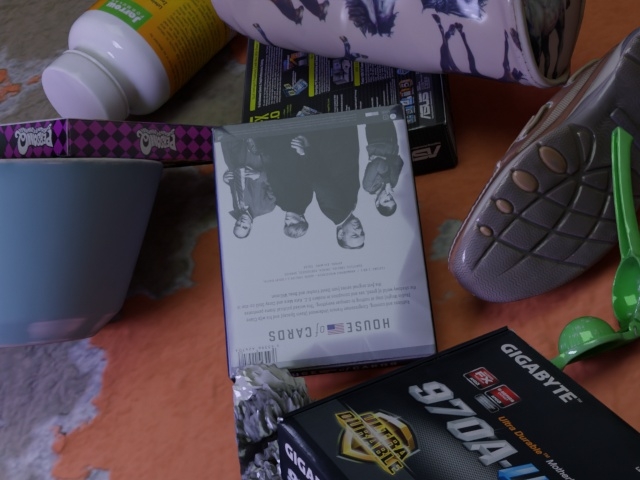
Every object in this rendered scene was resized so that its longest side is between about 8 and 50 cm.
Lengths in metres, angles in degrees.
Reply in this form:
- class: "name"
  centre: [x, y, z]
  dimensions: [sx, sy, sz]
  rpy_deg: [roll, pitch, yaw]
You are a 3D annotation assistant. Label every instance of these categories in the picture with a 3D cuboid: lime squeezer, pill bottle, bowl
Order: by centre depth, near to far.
- class: "lime squeezer"
  centre: [0.215, 0.049, 1.054]
  dimensions: [0.310, 0.110, 0.059]
  rpy_deg: [-53, 15, -22]
- class: "bowl"
  centre: [-0.297, 0.012, 1.205]
  dimensions: [0.312, 0.163, 0.311]
  rpy_deg: [-3, 2, 0]
- class: "pill bottle"
  centre: [-0.201, -0.232, 1.506]
  dimensions: [0.136, 0.136, 0.245]
  rpy_deg: [18, 54, 36]

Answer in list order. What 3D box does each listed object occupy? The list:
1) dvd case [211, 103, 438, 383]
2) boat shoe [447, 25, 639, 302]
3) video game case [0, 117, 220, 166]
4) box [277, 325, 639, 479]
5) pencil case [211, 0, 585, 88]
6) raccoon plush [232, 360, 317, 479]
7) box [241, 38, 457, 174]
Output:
- class: "dvd case"
  centre: [0.000, 0.000, 1.152]
  dimensions: [0.179, 0.029, 0.238]
  rpy_deg: [-6, 69, 2]
- class: "boat shoe"
  centre: [0.225, -0.064, 1.178]
  dimensions: [0.324, 0.123, 0.116]
  rpy_deg: [-44, 12, -20]
- class: "video game case"
  centre: [-0.235, -0.093, 1.310]
  dimensions: [0.210, 0.041, 0.232]
  rpy_deg: [-1, 1, 39]
- class: "box"
  centre: [0.102, 0.148, 0.743]
  dimensions: [0.175, 0.051, 0.220]
  rpy_deg: [-19, 35, -23]
- class: "pencil case"
  centre: [0.066, -0.267, 1.306]
  dimensions: [0.410, 0.183, 0.160]
  rpy_deg: [14, 28, 34]
- class: "raccoon plush"
  centre: [0.093, 0.184, 0.891]
  dimensions: [0.299, 0.216, 0.446]
  rpy_deg: [-11, 40, -1]
- class: "box"
  centre: [0.027, -0.162, 1.393]
  dimensions: [0.216, 0.060, 0.270]
  rpy_deg: [-12, 41, 11]
